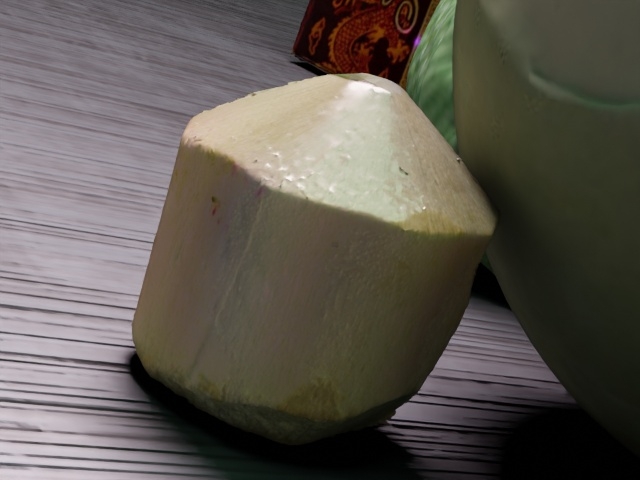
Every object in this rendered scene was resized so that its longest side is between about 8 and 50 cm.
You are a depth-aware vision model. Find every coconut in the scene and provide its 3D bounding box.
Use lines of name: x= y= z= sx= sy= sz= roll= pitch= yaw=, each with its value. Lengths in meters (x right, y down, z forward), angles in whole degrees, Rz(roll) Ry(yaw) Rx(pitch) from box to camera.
coconut: x=0.000 y=0.000 z=0.565 sx=0.116 sy=0.122 sz=0.116 roll=19 pitch=16 yaw=-5

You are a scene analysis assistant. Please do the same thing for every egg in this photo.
egg: x=0.183 y=-0.064 z=0.597 sx=0.278 sy=0.278 sz=0.336 roll=38 pitch=-21 yaw=47

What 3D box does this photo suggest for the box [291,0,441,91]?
box: x=0.200 y=-0.175 z=1.182 sx=0.415 sy=0.264 sz=0.115 roll=29 pitch=18 yaw=27

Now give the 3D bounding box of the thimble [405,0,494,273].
thimble: x=0.156 y=-0.074 z=0.853 sx=0.219 sy=0.219 sz=0.150 roll=20 pitch=13 yaw=-6
